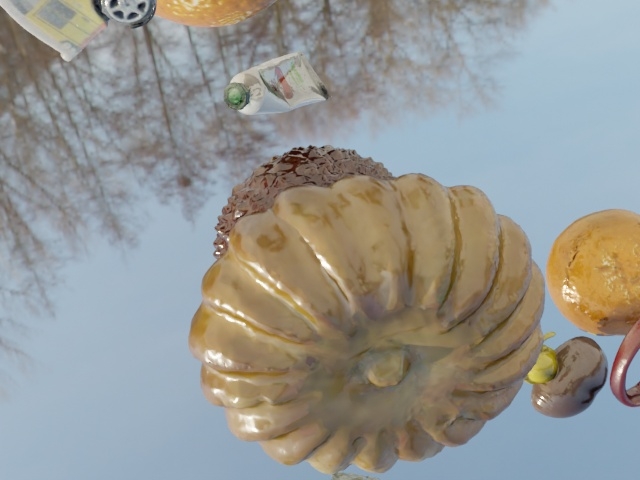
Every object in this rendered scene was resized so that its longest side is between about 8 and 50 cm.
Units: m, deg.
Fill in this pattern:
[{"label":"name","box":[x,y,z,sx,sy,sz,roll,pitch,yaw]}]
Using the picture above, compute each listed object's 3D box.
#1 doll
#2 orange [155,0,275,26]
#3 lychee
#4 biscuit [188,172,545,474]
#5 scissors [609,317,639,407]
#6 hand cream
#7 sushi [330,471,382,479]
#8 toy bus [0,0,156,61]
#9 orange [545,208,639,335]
[{"label":"doll","box":[0.386,0.203,1.470,0.145,0.188,0.096,-41,-151,-6]},{"label":"orange","box":[-0.153,-0.535,1.459,0.424,0.326,0.424,-39,-148,31]},{"label":"lychee","box":[0.000,0.000,1.243,0.304,0.276,0.276,-24,-166,34]},{"label":"biscuit","box":[0.048,0.091,0.812,0.325,0.326,0.107,-10,-147,-2]},{"label":"scissors","box":[0.247,-0.002,0.590,0.144,0.248,0.017,-25,-142,-14]},{"label":"hand cream","box":[-0.084,-0.309,1.816,0.076,0.121,0.336,-29,-179,31]},{"label":"sushi","box":[0.100,0.502,1.578,0.274,0.184,0.139,10,175,4]},{"label":"toy bus","box":[-0.111,-0.235,0.593,0.268,0.106,0.092,-35,-131,23]},{"label":"orange","box":[0.493,0.054,1.549,0.219,0.219,0.193,-1,-166,16]}]
